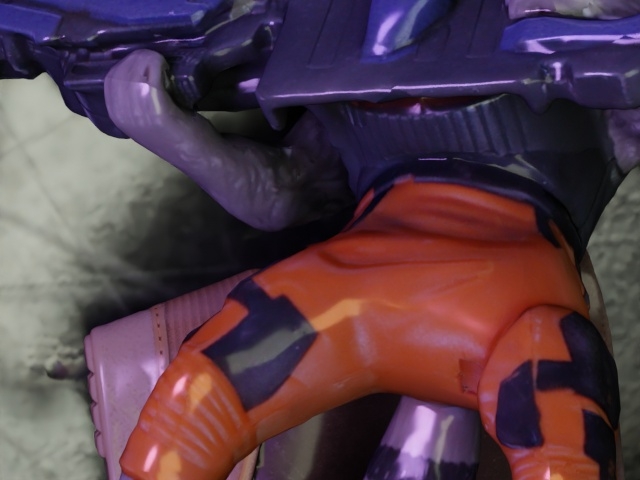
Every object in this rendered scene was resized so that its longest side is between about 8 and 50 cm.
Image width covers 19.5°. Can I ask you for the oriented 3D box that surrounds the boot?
[{"bbox_3d":[0.023,0.130,0.727,0.207,0.090,0.248,-7,97,-8],"label":"boot"}]

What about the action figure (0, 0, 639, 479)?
[{"bbox_3d":[0.000,0.000,0.648,0.178,0.341,0.330,56,47,-52],"label":"action figure"}]
